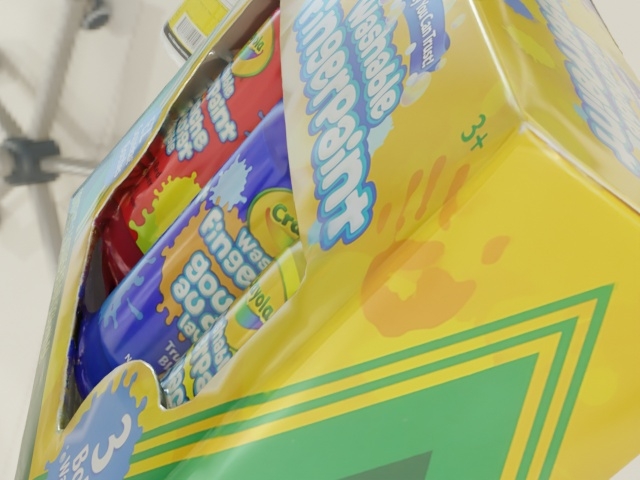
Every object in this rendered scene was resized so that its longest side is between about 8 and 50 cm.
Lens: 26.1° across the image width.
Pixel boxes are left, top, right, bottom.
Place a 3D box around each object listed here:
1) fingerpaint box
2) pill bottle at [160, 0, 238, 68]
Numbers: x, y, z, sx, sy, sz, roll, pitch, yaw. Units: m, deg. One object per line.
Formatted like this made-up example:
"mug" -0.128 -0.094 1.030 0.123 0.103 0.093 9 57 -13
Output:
"fingerpaint box" 0.000 0.000 0.772 0.163 0.445 0.371 34 115 -22
"pill bottle" -0.052 -0.220 1.224 0.184 0.103 0.103 -48 69 19
